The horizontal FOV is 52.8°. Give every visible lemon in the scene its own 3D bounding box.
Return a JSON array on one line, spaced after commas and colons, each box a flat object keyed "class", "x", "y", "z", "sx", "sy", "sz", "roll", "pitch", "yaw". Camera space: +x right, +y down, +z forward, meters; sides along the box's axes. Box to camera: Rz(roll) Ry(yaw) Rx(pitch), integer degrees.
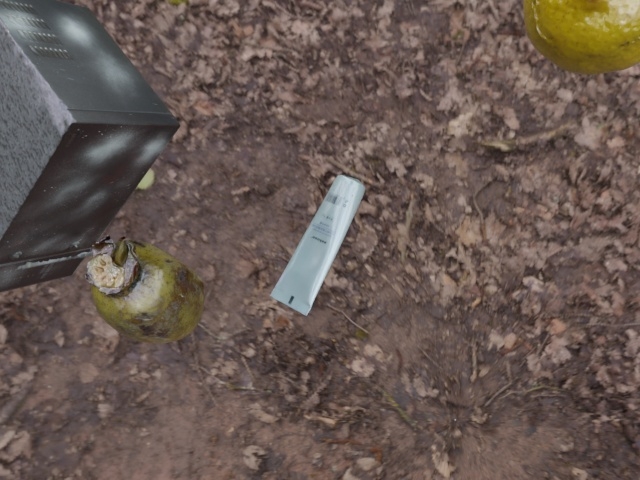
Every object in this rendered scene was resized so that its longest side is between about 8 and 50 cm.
[{"class": "lemon", "x": 0.509, "y": -0.436, "z": 1.173, "sx": 0.293, "sy": 0.293, "sz": 0.293, "roll": -3, "pitch": 74, "yaw": 11}]

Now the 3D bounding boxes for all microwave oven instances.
[{"class": "microwave oven", "x": -0.522, "y": -0.168, "z": 1.146, "sx": 0.432, "sy": 0.236, "sz": 0.374, "roll": -47, "pitch": 74, "yaw": 26}]

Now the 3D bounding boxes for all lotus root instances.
[{"class": "lotus root", "x": -0.268, "y": 0.073, "z": 0.966, "sx": 0.154, "sy": 0.278, "sz": 0.154, "roll": -3, "pitch": 70, "yaw": 8}]

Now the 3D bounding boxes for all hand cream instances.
[{"class": "hand cream", "x": 0.000, "y": 0.000, "z": 1.417, "sx": 0.109, "sy": 0.067, "sz": 0.321, "roll": 24, "pitch": 83, "yaw": 33}]
